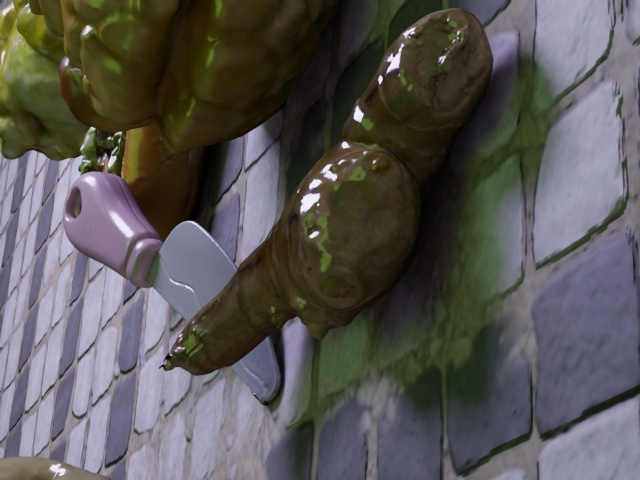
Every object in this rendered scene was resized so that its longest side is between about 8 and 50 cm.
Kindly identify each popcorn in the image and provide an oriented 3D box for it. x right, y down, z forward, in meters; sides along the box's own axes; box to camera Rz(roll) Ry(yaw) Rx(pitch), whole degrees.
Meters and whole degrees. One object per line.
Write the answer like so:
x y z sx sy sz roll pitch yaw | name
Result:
-0.089 -0.202 0.991 0.332 0.225 0.265 -32 42 45 | popcorn
-0.280 -0.224 1.533 0.286 0.173 0.225 -51 26 48 | popcorn

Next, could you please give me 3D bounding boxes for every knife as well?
-0.109 0.021 1.060 0.336 0.043 0.081 33 107 47 | knife

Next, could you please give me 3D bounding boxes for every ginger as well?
0.000 0.000 0.816 0.334 0.081 0.148 -46 32 52 | ginger

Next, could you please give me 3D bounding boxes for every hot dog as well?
-0.147 -0.138 1.239 0.135 0.100 0.337 167 115 -66 | hot dog

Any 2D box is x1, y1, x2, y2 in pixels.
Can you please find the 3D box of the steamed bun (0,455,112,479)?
-0.276 0.333 0.989 0.372 0.230 0.325 -43 46 13 | steamed bun
